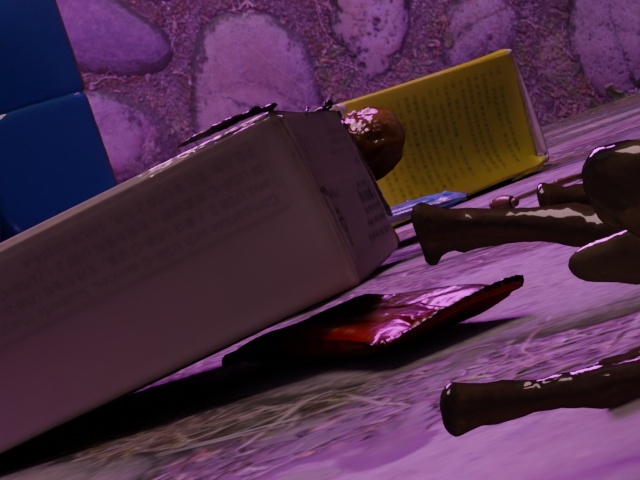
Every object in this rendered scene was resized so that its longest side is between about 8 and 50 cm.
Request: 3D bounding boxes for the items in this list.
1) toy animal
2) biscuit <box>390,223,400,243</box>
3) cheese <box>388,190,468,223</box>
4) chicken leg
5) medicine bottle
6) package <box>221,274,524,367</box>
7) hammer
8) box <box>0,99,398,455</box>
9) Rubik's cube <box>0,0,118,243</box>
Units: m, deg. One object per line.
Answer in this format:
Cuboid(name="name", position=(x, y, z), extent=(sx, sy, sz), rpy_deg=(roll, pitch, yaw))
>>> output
Cuboid(name="toy animal", position=(0.113, 0.001, 0.424), extent=(0.186, 0.094, 0.214), rpy_deg=(-7, 1, 34))
Cuboid(name="biscuit", position=(0.000, 0.013, 1.252), extent=(0.056, 0.052, 0.188), rpy_deg=(-31, -4, 25))
Cuboid(name="cheese", position=(0.000, 0.000, 1.466), extent=(0.244, 0.052, 0.135), rpy_deg=(-18, 6, -7))
Cuboid(name="chicken leg", position=(-0.041, -0.022, 1.322), extent=(0.251, 0.087, 0.107), rpy_deg=(-35, -10, -17))
Cuboid(name="medicine bottle", position=(0.095, -0.097, 1.807), extent=(0.250, 0.141, 0.137), rpy_deg=(-21, 1, -34))
Cuboid(name="package", position=(0.021, 0.042, 0.869), extent=(0.083, 0.022, 0.200), rpy_deg=(-19, 2, -25))
Cuboid(name="hammer", position=(0.188, -0.044, 1.466), extent=(0.029, 0.014, 0.123), rpy_deg=(-3, 12, 46))
Cuboid(name="box", position=(-0.094, 0.020, 0.936), extent=(0.251, 0.106, 0.203), rpy_deg=(-25, 2, 9))
Cuboid(name="Rubik's cube", position=(-0.332, -0.002, 1.264), extent=(0.290, 0.292, 0.291), rpy_deg=(-22, 4, -34))
